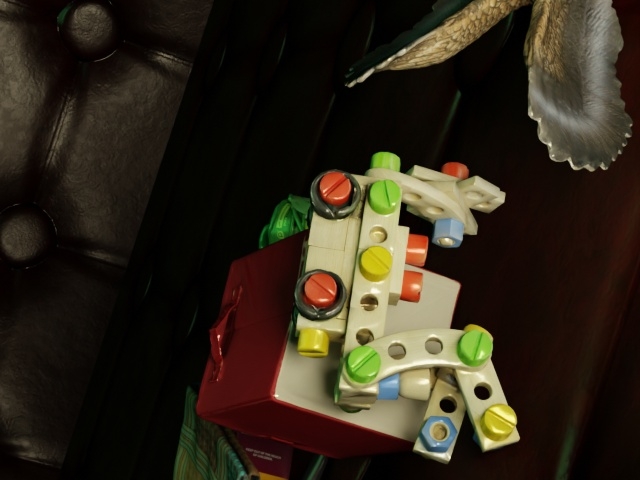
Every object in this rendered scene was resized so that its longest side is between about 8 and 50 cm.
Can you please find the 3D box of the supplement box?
[{"bbox_3d":[-0.082,0.234,1.813,0.104,0.080,0.188,137,146,-59],"label":"supplement box"}]

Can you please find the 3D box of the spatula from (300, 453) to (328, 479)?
[{"bbox_3d":[0.006,0.222,1.635,0.297,0.030,0.084,-71,19,0],"label":"spatula"}]

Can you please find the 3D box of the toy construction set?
[{"bbox_3d":[0.085,0.039,1.303,0.151,0.215,0.328,98,180,-52],"label":"toy construction set"}]

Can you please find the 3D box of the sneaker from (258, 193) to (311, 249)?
[{"bbox_3d":[0.000,0.000,1.724,0.295,0.123,0.109,153,133,-65],"label":"sneaker"}]

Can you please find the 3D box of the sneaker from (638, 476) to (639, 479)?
[{"bbox_3d":[0.177,0.245,0.781,0.483,0.185,0.202,-62,15,5],"label":"sneaker"}]

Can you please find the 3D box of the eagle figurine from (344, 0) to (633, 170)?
[{"bbox_3d":[0.177,-0.211,1.216,0.226,0.225,0.298,6,71,62],"label":"eagle figurine"}]

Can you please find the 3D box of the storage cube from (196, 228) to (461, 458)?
[{"bbox_3d":[0.006,0.115,1.455,0.193,0.215,0.184,-22,51,60],"label":"storage cube"}]

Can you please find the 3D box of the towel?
[{"bbox_3d":[-0.155,0.400,1.756,0.271,0.040,0.370,-138,54,-62],"label":"towel"}]
